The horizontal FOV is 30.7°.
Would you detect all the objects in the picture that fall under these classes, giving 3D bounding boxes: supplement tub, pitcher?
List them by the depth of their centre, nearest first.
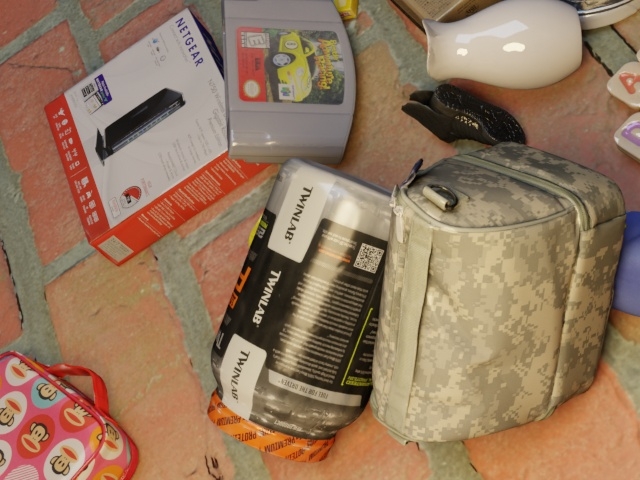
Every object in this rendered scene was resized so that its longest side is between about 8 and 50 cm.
[{"bbox_3d":[-0.007,0.085,1.433,0.207,0.207,0.338,25,97,38],"label":"supplement tub"},{"bbox_3d":[0.247,-0.264,1.607,0.207,0.178,0.126,-5,89,5],"label":"pitcher"}]

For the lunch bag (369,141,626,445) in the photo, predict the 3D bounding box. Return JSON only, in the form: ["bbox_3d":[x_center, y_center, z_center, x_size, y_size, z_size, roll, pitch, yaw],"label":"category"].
[{"bbox_3d":[0.174,0.056,1.281,0.212,0.305,0.256,27,33,36],"label":"lunch bag"}]

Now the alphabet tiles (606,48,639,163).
[{"bbox_3d":[0.508,-0.190,1.446,0.284,0.021,0.278,-45,50,-2],"label":"alphabet tiles"}]

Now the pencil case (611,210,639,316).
[{"bbox_3d":[0.424,0.042,1.318,0.306,0.119,0.133,19,30,37],"label":"pencil case"}]

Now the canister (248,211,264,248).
[{"bbox_3d":[0.000,0.000,1.611,0.170,0.073,0.126,26,78,36],"label":"canister"}]

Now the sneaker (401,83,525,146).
[{"bbox_3d":[0.197,-0.163,1.609,0.170,0.089,0.051,32,66,2],"label":"sneaker"}]

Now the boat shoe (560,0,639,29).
[{"bbox_3d":[0.448,-0.400,1.584,0.301,0.102,0.108,-28,52,12],"label":"boat shoe"}]

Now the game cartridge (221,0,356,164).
[{"bbox_3d":[-0.047,-0.247,1.740,0.196,0.060,0.294,2,60,-13],"label":"game cartridge"}]

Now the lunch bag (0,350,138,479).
[{"bbox_3d":[-0.400,0.285,1.630,0.293,0.120,0.258,30,78,39],"label":"lunch bag"}]

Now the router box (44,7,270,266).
[{"bbox_3d":[-0.267,-0.171,1.860,0.301,0.082,0.335,-34,51,7],"label":"router box"}]

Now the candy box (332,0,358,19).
[{"bbox_3d":[0.016,-0.439,1.901,0.105,0.027,0.206,-8,58,24],"label":"candy box"}]

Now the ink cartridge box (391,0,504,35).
[{"bbox_3d":[0.220,-0.411,1.730,0.234,0.088,0.193,-39,49,4],"label":"ink cartridge box"}]
